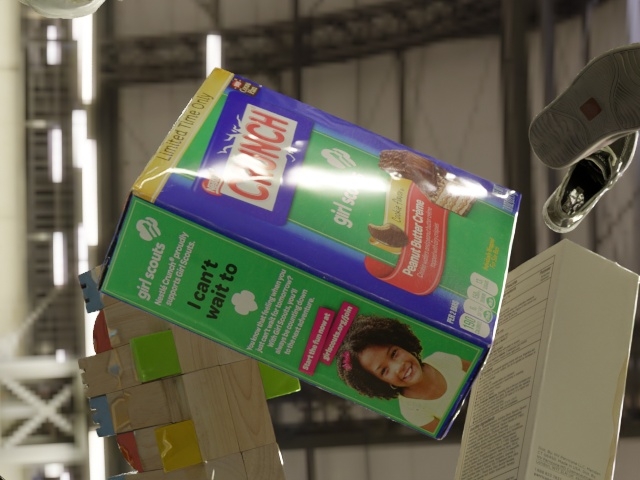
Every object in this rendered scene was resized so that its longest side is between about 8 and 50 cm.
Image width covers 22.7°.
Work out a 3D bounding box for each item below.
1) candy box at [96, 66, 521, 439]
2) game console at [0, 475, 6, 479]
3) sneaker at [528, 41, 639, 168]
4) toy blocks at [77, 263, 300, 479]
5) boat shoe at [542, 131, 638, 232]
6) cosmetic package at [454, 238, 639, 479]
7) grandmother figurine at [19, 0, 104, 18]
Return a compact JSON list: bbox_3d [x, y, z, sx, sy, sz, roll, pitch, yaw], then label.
[{"bbox_3d":[0.000,0.000,1.389,0.268,0.317,0.122,-68,180,-59],"label":"candy box"},{"bbox_3d":[-0.307,0.157,0.854,0.361,0.213,0.044,35,-20,14],"label":"game console"},{"bbox_3d":[0.309,-0.154,1.579,0.083,0.118,0.222,59,-35,0],"label":"sneaker"},{"bbox_3d":[-0.179,0.159,1.820,0.261,0.190,0.381,-19,-96,55],"label":"toy blocks"},{"bbox_3d":[0.405,-0.106,2.323,0.219,0.077,0.070,-55,177,-20],"label":"boat shoe"},{"bbox_3d":[0.246,0.174,1.753,0.160,0.113,0.309,-38,-149,55],"label":"cosmetic package"},{"bbox_3d":[-0.297,-0.358,1.520,0.342,0.104,0.208,62,7,19],"label":"grandmother figurine"}]
